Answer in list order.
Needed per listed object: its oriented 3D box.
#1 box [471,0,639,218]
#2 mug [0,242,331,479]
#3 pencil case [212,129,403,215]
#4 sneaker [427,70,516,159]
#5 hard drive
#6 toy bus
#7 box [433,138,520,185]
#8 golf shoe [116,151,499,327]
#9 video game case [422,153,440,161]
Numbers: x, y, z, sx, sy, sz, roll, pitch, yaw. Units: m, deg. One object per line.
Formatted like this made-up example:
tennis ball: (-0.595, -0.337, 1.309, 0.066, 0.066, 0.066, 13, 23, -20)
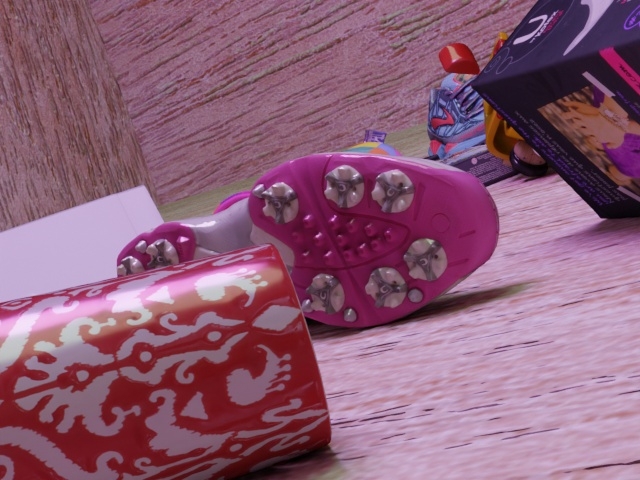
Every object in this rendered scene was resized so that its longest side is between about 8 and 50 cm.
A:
box: (0.240, -0.119, 0.793, 0.165, 0.143, 0.270, -51, 15, -12)
mug: (-0.092, 0.064, 0.573, 0.169, 0.113, 0.150, -16, 7, -7)
pencil case: (0.003, -0.023, 1.152, 0.104, 0.104, 0.236, -15, 9, 36)
sneaker: (0.183, -0.159, 1.638, 0.104, 0.125, 0.262, -11, 4, -13)
hard drive: (-0.280, 0.054, 1.199, 0.308, 0.040, 0.203, -19, 34, -11)
toy bus: (0.217, -0.122, 1.341, 0.202, 0.191, 0.104, -22, -37, -37)
box: (0.111, -0.058, 1.420, 0.207, 0.036, 0.114, -21, 6, -24)
golf shoe: (0.000, 0.000, 0.883, 0.306, 0.115, 0.140, -13, 5, 39)
video game case: (-0.021, -0.030, 1.605, 0.248, 0.035, 0.275, -13, 9, 44)
